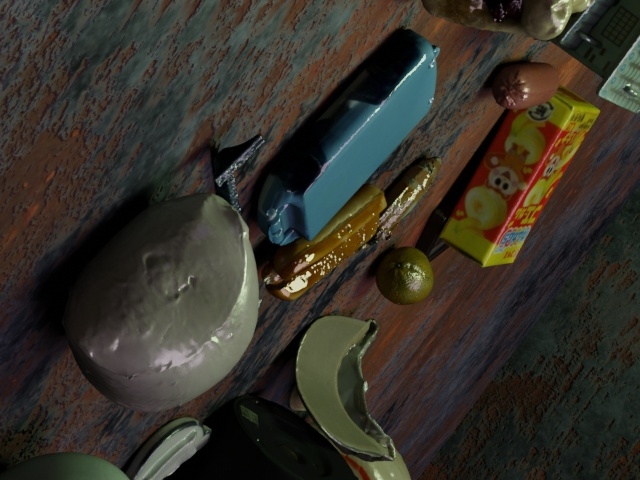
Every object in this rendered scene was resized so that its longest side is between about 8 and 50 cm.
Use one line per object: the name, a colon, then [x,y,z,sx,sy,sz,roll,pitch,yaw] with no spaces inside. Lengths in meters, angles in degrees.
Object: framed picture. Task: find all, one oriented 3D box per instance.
framed picture: [0.207,-0.033,2.512,0.168,0.023,0.128,-36,159,-42]

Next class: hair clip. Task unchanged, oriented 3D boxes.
hair clip: [-0.209,0.297,2.059,0.220,0.054,0.140,-46,159,-27]

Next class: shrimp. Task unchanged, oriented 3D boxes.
shrimp: [0.102,-0.043,2.163,0.184,0.043,0.091,-44,167,-26]

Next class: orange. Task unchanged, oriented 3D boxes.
orange: [0.121,0.050,2.354,0.085,0.085,0.095,-50,162,-4]

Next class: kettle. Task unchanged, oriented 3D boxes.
kettle: [-0.100,0.399,2.259,0.262,0.203,0.308,23,110,-44]

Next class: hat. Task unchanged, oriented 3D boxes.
hat: [0.010,0.216,2.361,0.149,0.214,0.244,-23,154,40]

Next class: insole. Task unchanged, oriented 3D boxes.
insole: [-0.010,0.234,2.538,0.081,0.011,0.248,-51,165,-1]

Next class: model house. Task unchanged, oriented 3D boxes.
model house: [0.362,-0.305,1.971,0.224,0.215,0.198,-55,165,17]

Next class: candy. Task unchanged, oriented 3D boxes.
candy: [0.296,-0.099,2.433,0.276,0.088,0.146,-61,160,14]

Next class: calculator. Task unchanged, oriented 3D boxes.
calculator: [0.036,-0.112,1.803,0.293,0.051,0.173,-48,163,-14]

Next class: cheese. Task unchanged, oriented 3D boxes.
cheese: [-0.144,0.071,1.532,0.198,0.154,0.189,-44,169,-24]

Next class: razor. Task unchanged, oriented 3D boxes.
razor: [-0.090,-0.055,1.630,0.066,0.033,0.190,-46,169,-16]

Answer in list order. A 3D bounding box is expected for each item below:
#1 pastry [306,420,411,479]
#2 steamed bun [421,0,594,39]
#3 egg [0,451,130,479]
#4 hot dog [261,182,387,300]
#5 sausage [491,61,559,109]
pastry: [0.019,0.403,2.582,0.265,0.265,0.133,-55,166,15]
steamed bun: [0.209,-0.280,1.710,0.172,0.155,0.141,-38,158,-39]
egg: [-0.291,0.329,1.651,0.264,0.183,0.183,-45,165,4]
hot dog: [0.000,0.000,1.939,0.235,0.062,0.092,-36,159,-50]
sausage: [0.280,-0.212,2.237,0.062,0.062,0.154,-57,163,22]
